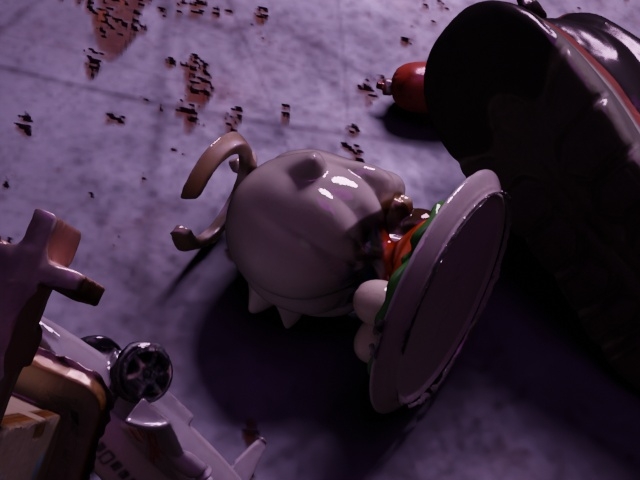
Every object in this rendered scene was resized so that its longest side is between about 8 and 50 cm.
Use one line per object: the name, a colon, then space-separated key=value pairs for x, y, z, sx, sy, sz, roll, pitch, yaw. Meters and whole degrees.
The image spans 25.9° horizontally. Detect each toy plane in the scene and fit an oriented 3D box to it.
toy plane: x=-0.083 y=0.081 z=0.601 sx=0.171 sy=0.162 sz=0.065 roll=38 pitch=70 yaw=-26

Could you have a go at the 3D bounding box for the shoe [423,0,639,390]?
shoe: x=0.184 y=-0.019 z=0.752 sx=0.291 sy=0.114 sz=0.137 roll=49 pitch=36 yaw=7

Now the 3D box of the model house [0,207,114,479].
model house: x=-0.187 y=0.128 z=0.466 sx=0.169 sy=0.244 sz=0.326 roll=19 pitch=85 yaw=3

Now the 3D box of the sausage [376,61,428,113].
sausage: x=0.156 y=-0.086 z=0.836 sx=0.253 sy=0.034 sz=0.034 roll=3 pitch=54 yaw=-14

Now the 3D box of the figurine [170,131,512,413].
figurine: x=0.000 y=0.000 z=0.688 sx=0.153 sy=0.132 sz=0.132 roll=25 pitch=51 yaw=20
